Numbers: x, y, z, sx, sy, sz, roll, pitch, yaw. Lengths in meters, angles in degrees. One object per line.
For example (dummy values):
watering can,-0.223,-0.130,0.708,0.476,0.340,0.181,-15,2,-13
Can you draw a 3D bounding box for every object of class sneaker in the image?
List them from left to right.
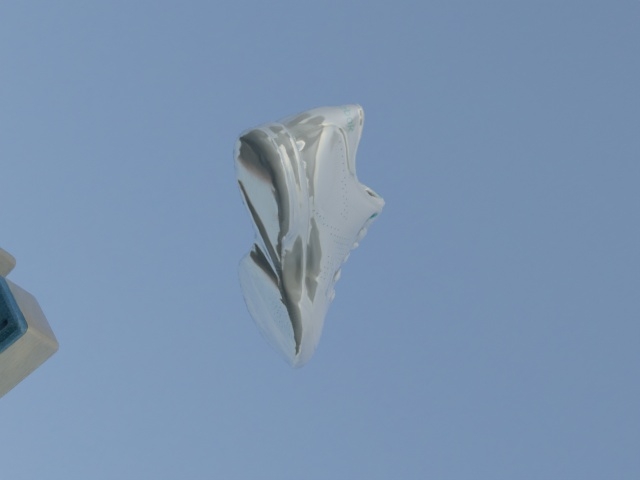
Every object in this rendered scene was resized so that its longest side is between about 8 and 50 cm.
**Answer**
sneaker,0.000,0.000,0.998,0.080,0.094,0.212,47,-29,33

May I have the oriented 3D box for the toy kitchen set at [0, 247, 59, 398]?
toy kitchen set,-0.295,0.007,0.978,0.122,0.166,0.207,-40,-128,6
